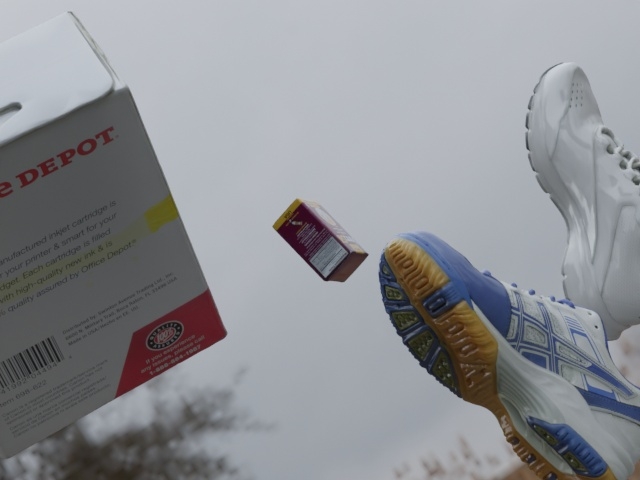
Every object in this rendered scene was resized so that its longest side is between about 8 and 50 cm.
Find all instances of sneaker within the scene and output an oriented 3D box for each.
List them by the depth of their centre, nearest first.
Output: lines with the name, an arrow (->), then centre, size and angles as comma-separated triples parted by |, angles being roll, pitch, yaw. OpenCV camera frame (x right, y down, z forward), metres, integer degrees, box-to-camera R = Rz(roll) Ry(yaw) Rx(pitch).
sneaker -> 0.177, 0.090, 1.597 | 0.131, 0.296, 0.112 | -46, 8, -28
sneaker -> 0.306, -0.050, 1.896 | 0.129, 0.297, 0.111 | -20, -6, 39

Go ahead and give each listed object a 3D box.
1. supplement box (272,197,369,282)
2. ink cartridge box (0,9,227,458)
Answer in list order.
supplement box -> 0.000, 0.000, 1.840 | 0.043, 0.083, 0.055 | -48, -17, 12
ink cartridge box -> -0.290, -0.003, 1.845 | 0.279, 0.160, 0.385 | -28, -44, -11
